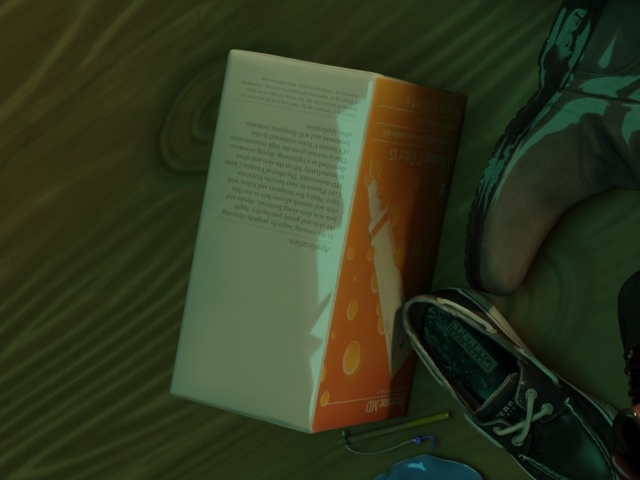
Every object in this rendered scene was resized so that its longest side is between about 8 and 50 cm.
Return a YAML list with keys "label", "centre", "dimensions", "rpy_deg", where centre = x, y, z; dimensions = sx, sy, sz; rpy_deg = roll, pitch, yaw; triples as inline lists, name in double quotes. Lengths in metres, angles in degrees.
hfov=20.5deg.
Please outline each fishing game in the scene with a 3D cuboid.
- label: "fishing game"
  centre: [0.107, 0.312, 1.801]
  dimensions: [0.189, 0.041, 0.264]
  rpy_deg: [-13, 83, 30]

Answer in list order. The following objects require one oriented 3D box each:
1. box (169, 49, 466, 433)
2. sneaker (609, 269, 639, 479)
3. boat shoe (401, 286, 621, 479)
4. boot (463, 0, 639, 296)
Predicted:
- label: "box"
  centre: [0.000, 0.000, 1.763]
  dimensions: [0.168, 0.215, 0.345]
  rpy_deg: [13, 96, 27]
- label: "sneaker"
  centre: [0.309, 0.134, 1.591]
  dimensions: [0.106, 0.163, 0.281]
  rpy_deg: [-45, 51, 33]
- label: "boat shoe"
  centre: [0.195, 0.158, 1.719]
  dimensions: [0.108, 0.102, 0.301]
  rpy_deg: [-49, 68, 19]
- label: "boot"
  centre: [0.286, -0.066, 1.674]
  dimensions: [0.223, 0.118, 0.338]
  rpy_deg: [27, 106, 21]
